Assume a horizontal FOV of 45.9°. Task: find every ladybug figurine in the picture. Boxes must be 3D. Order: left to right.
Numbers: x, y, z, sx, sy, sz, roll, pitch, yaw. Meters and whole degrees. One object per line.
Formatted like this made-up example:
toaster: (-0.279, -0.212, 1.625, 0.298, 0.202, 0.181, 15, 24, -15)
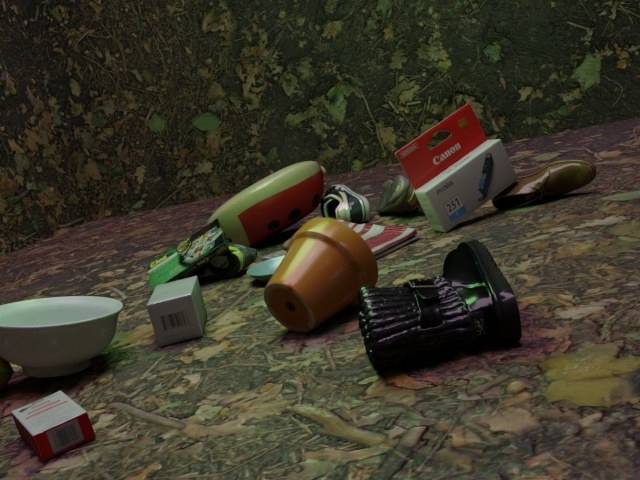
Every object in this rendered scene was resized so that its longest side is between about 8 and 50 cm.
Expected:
ladybug figurine: (-0.163, -0.111, 2.543, 0.449, 0.161, 0.305, -31, -6, -6)

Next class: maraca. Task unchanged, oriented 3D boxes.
maraca: (-0.736, 0.287, 1.628, 0.127, 0.099, 0.186, 7, -14, -37)

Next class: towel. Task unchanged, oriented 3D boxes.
towel: (0.082, -0.001, 2.150, 0.237, 0.037, 0.329, -24, 22, -38)

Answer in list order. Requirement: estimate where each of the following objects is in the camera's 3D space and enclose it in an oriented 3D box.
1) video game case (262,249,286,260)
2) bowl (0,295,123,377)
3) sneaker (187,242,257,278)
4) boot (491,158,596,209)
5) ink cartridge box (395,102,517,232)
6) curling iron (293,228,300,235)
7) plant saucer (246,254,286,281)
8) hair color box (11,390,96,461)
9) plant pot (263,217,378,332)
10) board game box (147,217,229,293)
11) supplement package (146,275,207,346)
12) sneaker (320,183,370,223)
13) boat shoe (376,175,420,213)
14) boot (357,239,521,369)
video game case: (-0.106, 0.039, 2.309, 0.122, 0.011, 0.087, -20, 13, -31)
bowl: (-0.577, 0.213, 1.645, 0.298, 0.134, 0.298, -2, 8, 0)
sneaker: (-0.315, 0.058, 2.279, 0.300, 0.111, 0.121, 4, 11, 39)
boot: (0.646, -0.151, 2.198, 0.305, 0.112, 0.115, -14, 26, 29)
ink cartridge box: (0.390, -0.209, 2.141, 0.296, 0.261, 0.066, -35, 18, -18)
curling iron: (0.000, 0.000, 2.333, 0.068, 0.035, 0.274, -42, 28, -22)
plant saucer: (-0.103, 0.079, 2.052, 0.195, 0.037, 0.195, -12, 11, 2)
hair color box: (-0.460, 0.315, 1.295, 0.093, 0.053, 0.167, -22, 15, -30)
plant pot: (-0.014, 0.086, 1.579, 0.205, 0.205, 0.188, -2, 31, 43)
board game box: (-0.388, 0.048, 2.197, 0.260, 0.030, 0.136, -33, 40, 7)
supplement package: (-0.329, 0.161, 1.748, 0.105, 0.105, 0.179, -15, 12, -2)
sneaker: (0.052, -0.122, 2.616, 0.128, 0.126, 0.321, -11, 12, -18)
boat shoe: (0.269, -0.137, 2.528, 0.117, 0.123, 0.324, 19, -1, -7)
boot: (0.192, 0.105, 1.362, 0.260, 0.131, 0.348, -13, 12, 3)
